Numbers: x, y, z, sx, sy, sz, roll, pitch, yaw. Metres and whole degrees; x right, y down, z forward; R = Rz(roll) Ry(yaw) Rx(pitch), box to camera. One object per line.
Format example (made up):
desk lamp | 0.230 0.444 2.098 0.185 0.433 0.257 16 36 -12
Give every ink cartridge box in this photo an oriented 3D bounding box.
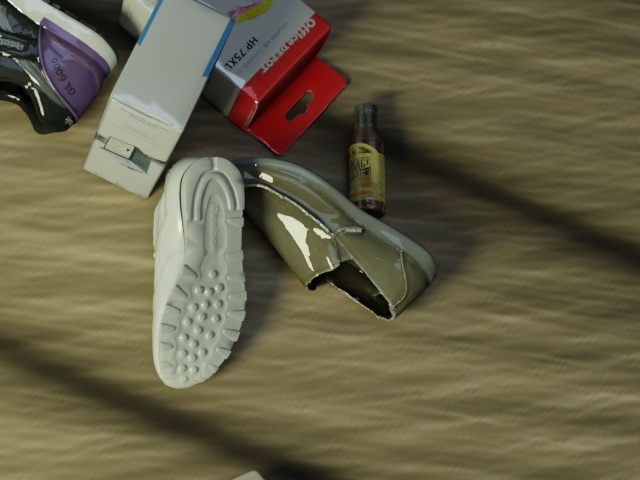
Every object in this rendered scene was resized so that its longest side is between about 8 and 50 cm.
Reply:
ink cartridge box | -0.165 -0.145 1.561 0.082 0.191 0.139 25 66 -6
ink cartridge box | -0.086 -0.217 1.670 0.231 0.078 0.134 40 66 2

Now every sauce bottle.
sauce bottle | 0.049 -0.085 1.676 0.042 0.042 0.128 3 67 -13

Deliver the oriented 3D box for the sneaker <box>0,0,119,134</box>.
sneaker | -0.357 -0.214 1.589 0.283 0.107 0.124 30 72 -2

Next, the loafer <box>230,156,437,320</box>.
loafer | 0.000 0.000 1.601 0.251 0.094 0.087 28 61 -3

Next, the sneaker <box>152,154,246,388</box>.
sneaker | -0.132 0.031 1.567 0.090 0.095 0.235 11 86 -34

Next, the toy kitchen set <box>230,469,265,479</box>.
toy kitchen set | -0.061 0.359 1.471 0.122 0.166 0.207 -20 40 -21
